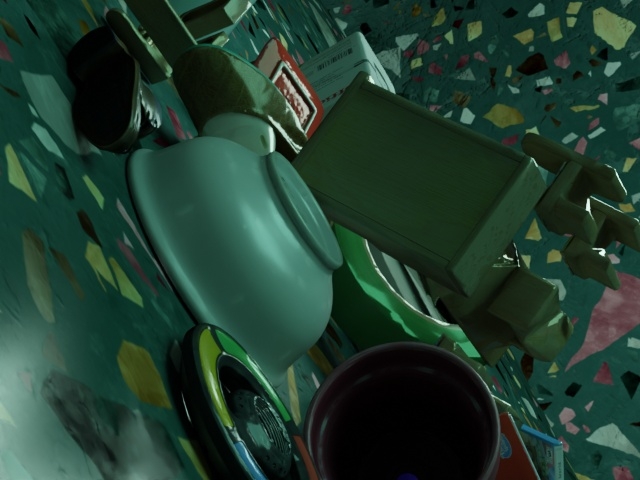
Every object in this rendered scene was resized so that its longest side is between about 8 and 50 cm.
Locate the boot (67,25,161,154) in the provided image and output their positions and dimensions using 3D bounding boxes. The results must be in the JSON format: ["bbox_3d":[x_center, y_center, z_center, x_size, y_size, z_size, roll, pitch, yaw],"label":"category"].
[{"bbox_3d":[-0.190,-0.129,1.513,0.106,0.082,0.219,49,12,-34],"label":"boot"}]

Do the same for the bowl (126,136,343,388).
[{"bbox_3d":[-0.068,-0.001,1.593,0.298,0.134,0.298,57,10,-15],"label":"bowl"}]

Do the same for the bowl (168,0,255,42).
[{"bbox_3d":[-0.191,-0.408,2.103,0.311,0.163,0.311,56,9,-14],"label":"bowl"}]

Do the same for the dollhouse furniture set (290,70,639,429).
[{"bbox_3d":[0.156,0.011,1.799,0.256,0.362,0.394,30,-12,33],"label":"dollhouse furniture set"}]

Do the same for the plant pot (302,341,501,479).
[{"bbox_3d":[0.090,0.230,1.580,0.180,0.201,0.201,75,-10,-64],"label":"plant pot"}]

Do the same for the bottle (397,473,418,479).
[{"bbox_3d":[0.155,0.371,1.718,0.118,0.092,0.283,45,17,-50],"label":"bottle"}]

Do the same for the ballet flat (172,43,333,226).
[{"bbox_3d":[-0.070,-0.094,1.811,0.342,0.116,0.124,53,30,-49],"label":"ballet flat"}]

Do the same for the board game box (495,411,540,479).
[{"bbox_3d":[0.258,0.379,1.696,0.242,0.064,0.316,64,3,-61],"label":"board game box"}]

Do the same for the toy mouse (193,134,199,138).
[{"bbox_3d":[-0.117,-0.062,1.824,0.143,0.031,0.161,57,10,-13],"label":"toy mouse"}]

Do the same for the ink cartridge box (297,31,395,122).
[{"bbox_3d":[0.008,-0.187,2.307,0.121,0.211,0.289,57,11,-21],"label":"ink cartridge box"}]

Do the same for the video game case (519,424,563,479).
[{"bbox_3d":[0.267,0.318,1.882,0.119,0.015,0.166,18,-65,62],"label":"video game case"}]

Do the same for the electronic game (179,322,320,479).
[{"bbox_3d":[-0.057,0.177,1.364,0.229,0.048,0.229,56,10,-15],"label":"electronic game"}]

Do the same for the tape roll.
[{"bbox_3d":[0.132,0.038,2.049,0.321,0.077,0.321,22,47,-25],"label":"tape roll"}]

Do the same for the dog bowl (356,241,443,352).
[{"bbox_3d":[0.119,0.122,2.258,0.349,0.102,0.349,57,10,-16],"label":"dog bowl"}]

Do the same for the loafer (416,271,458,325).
[{"bbox_3d":[0.204,0.065,2.279,0.251,0.094,0.087,61,6,12],"label":"loafer"}]

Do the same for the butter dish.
[{"bbox_3d":[-0.092,-0.173,2.067,0.160,0.118,0.160,53,52,-40],"label":"butter dish"}]

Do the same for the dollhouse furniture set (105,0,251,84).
[{"bbox_3d":[-0.183,-0.289,1.845,0.123,0.144,0.151,55,47,-22],"label":"dollhouse furniture set"}]
